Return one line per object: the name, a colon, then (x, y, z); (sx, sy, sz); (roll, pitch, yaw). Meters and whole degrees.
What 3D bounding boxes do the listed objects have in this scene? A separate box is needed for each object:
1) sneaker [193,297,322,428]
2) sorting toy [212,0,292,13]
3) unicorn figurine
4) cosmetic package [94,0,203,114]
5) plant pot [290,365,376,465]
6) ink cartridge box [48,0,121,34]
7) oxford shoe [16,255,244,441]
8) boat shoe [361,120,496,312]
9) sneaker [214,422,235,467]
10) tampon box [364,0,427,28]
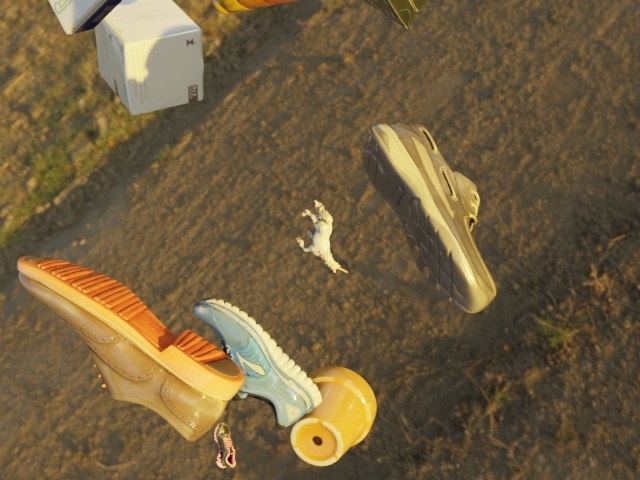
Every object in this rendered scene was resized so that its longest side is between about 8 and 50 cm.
sneaker: (-0.153, 0.253, 1.567); (0.147, 0.330, 0.130); (-43, -8, -13)
sorting toy: (-0.035, -0.351, 0.890); (0.126, 0.127, 0.365); (-28, 23, 33)
unicorn figurine: (0.000, 0.000, 1.695); (0.060, 0.162, 0.111); (-32, 49, -29)
cosmetic package: (-0.329, -0.360, 1.450); (0.151, 0.151, 0.183); (-19, 46, -25)
plant pot: (0.016, 0.435, 1.825); (0.205, 0.205, 0.188); (-23, 9, 22)
ink cartridge box: (-0.355, -0.515, 1.089); (0.324, 0.330, 0.071); (-18, 11, 47)
oxford shoe: (-0.292, 0.149, 1.068); (0.132, 0.364, 0.130); (-58, -8, 9)
boat shoe: (0.198, -0.056, 1.232); (0.130, 0.132, 0.355); (-22, 73, -18)
sneaker: (-0.238, 0.526, 1.941); (0.057, 0.047, 0.119); (-1, 96, 50)
tampon box: (0.094, -0.441, 1.217); (0.161, 0.120, 0.101); (39, 98, 22)
